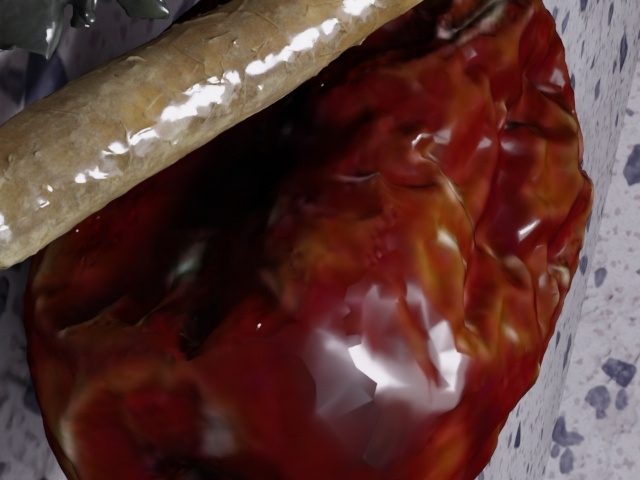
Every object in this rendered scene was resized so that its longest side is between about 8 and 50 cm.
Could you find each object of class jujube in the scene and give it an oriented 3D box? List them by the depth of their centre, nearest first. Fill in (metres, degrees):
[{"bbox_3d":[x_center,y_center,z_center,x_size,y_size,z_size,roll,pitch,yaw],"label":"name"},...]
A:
[{"bbox_3d":[-0.001,-0.001,1.007,0.377,0.276,0.276,-59,153,-47],"label":"jujube"}]

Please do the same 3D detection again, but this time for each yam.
[{"bbox_3d":[-0.052,-0.084,0.888,0.299,0.066,0.066,-34,143,-17],"label":"yam"}]

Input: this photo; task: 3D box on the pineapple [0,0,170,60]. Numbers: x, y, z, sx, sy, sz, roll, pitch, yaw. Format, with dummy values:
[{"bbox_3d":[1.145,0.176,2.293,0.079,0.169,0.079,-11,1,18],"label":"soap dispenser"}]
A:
[{"bbox_3d":[-0.091,-0.182,0.877,0.278,0.157,0.158,-44,142,-41],"label":"pineapple"}]
